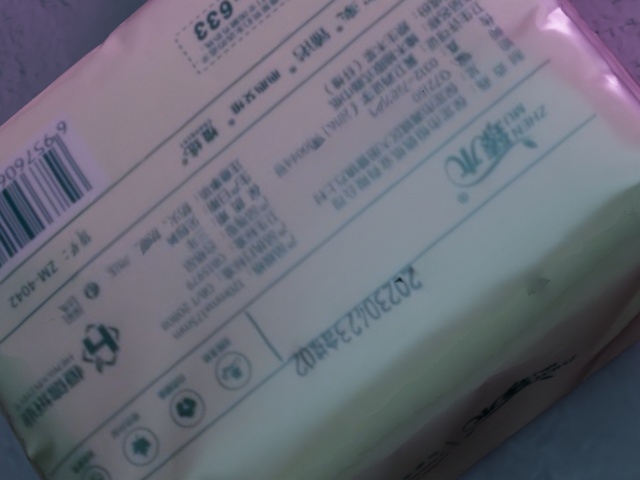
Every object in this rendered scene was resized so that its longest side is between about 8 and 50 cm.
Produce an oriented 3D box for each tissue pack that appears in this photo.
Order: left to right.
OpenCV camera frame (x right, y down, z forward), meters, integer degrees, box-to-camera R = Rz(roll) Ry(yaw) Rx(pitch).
[{"bbox_3d":[0.000,0.000,1.031,0.380,0.207,0.297,-37,71,10],"label":"tissue pack"}]
